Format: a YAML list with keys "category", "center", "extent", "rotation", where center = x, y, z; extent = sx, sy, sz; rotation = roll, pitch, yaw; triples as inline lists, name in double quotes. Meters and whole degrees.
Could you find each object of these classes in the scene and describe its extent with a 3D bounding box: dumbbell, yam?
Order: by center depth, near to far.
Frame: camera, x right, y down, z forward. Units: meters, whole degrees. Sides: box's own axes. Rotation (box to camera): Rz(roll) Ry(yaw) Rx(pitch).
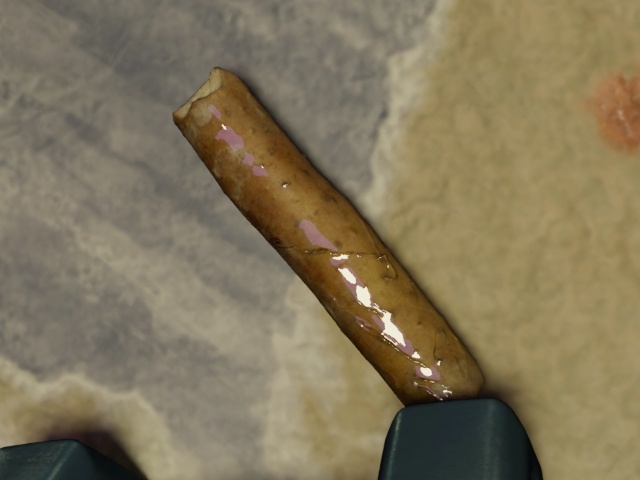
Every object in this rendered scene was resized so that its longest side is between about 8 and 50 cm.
- category: "dumbbell"
  center: [-0.040, 0.173, 0.488]
  extent: [0.316, 0.143, 0.156]
  rotation: [-9, 87, 17]
- category: "yam"
  center: [0.000, 0.000, 0.522]
  extent: [0.057, 0.057, 0.241]
  rotation: [-41, 79, 14]
